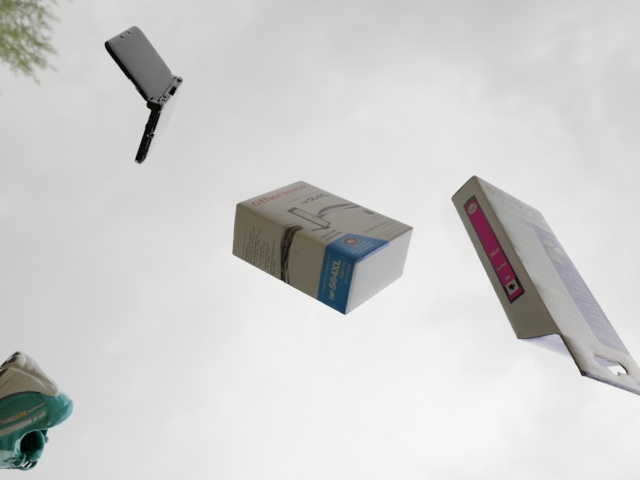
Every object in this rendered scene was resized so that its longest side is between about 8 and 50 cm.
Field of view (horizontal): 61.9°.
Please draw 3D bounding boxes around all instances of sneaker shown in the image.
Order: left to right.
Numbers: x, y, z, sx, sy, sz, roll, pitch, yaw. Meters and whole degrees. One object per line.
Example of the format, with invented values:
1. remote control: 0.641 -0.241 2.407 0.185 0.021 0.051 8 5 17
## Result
1. sneaker: -0.406 0.255 0.665 0.110 0.107 0.275 40 -63 -12

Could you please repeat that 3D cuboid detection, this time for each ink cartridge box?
1. ink cartridge box: 0.000 0.000 0.734 0.203 0.086 0.148 25 -148 29
2. ink cartridge box: 0.324 0.065 0.776 0.069 0.175 0.371 -50 -147 30

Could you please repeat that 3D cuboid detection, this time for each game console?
1. game console: -0.197 -0.159 0.578 0.071 0.107 0.122 22 -153 -14
